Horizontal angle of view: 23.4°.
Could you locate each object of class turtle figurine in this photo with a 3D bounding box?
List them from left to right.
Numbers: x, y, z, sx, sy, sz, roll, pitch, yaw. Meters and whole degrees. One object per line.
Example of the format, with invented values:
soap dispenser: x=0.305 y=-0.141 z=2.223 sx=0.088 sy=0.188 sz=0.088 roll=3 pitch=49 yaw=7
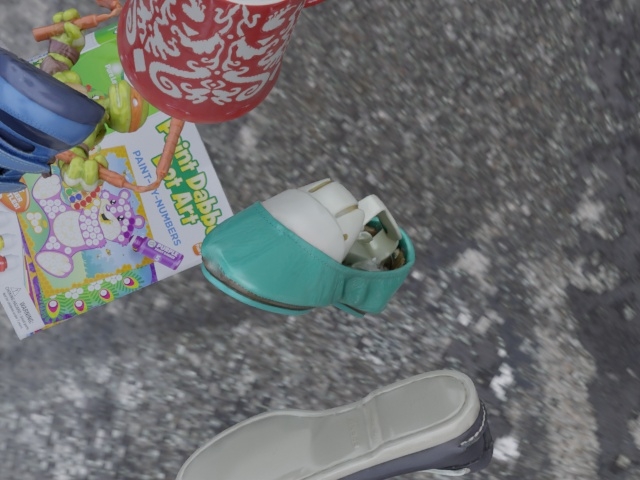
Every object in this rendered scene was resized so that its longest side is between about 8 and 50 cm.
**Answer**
turtle figurine: x=-0.224 y=-0.101 z=1.179 sx=0.217 sy=0.087 sz=0.270 roll=-4 pitch=42 yaw=-14

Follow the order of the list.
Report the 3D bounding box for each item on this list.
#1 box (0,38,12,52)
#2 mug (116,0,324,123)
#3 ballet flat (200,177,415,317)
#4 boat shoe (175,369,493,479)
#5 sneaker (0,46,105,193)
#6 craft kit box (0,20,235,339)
box: x=-0.284 y=-0.164 z=0.782 sx=0.169 sy=0.290 sz=0.087 roll=40 pitch=83 yaw=15
mug: x=-0.051 y=-0.167 z=0.959 sx=0.113 sy=0.169 sz=0.150 roll=38 pitch=70 yaw=-1
ballet flat: x=0.000 y=0.000 z=1.026 sx=0.083 sy=0.247 sz=0.087 roll=39 pitch=100 yaw=20
boat shoe: x=0.009 y=0.142 z=0.963 sx=0.206 sy=0.065 sz=0.075 roll=-18 pitch=37 yaw=15
sneaker: x=-0.134 y=-0.044 z=0.644 sx=0.144 sy=0.053 sz=0.059 roll=2 pitch=63 yaw=63
craft kit box: x=-0.230 y=-0.060 z=1.493 sx=0.246 sy=0.250 sz=0.061 roll=-25 pitch=26 yaw=-4
